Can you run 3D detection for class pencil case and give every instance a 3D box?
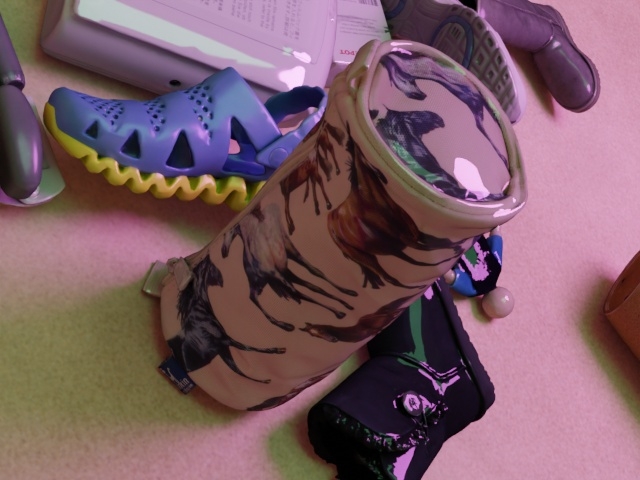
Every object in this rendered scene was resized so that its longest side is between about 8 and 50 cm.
[{"bbox_3d":[0.000,0.000,0.985,0.184,0.410,0.159,24,51,-17],"label":"pencil case"}]

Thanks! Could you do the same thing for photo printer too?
[{"bbox_3d":[-0.120,-0.264,1.229,0.308,0.107,0.256,16,65,-29],"label":"photo printer"}]

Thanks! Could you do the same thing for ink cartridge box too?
[{"bbox_3d":[0.025,-0.246,1.379,0.099,0.056,0.135,1,66,-36],"label":"ink cartridge box"}]

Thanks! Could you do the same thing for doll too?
[{"bbox_3d":[0.165,0.005,1.357,0.129,0.046,0.189,-30,86,-42],"label":"doll"}]

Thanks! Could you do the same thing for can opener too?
[{"bbox_3d":[-0.298,-0.157,1.065,0.074,0.093,0.280,-12,69,-40],"label":"can opener"}]

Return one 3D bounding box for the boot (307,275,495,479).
[{"bbox_3d":[0.058,0.121,1.176,0.207,0.094,0.246,-33,95,-47],"label":"boot"}]

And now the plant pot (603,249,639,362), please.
[{"bbox_3d":[0.485,0.112,1.446,0.254,0.237,0.237,35,48,1],"label":"plant pot"}]

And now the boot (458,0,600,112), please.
[{"bbox_3d":[0.262,-0.262,1.539,0.208,0.076,0.189,14,43,-50],"label":"boot"}]

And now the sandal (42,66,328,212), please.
[{"bbox_3d":[-0.107,-0.105,1.122,0.317,0.138,0.126,10,19,-34],"label":"sandal"}]

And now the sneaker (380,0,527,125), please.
[{"bbox_3d":[0.162,-0.233,1.393,0.129,0.111,0.297,13,34,-42],"label":"sneaker"}]
